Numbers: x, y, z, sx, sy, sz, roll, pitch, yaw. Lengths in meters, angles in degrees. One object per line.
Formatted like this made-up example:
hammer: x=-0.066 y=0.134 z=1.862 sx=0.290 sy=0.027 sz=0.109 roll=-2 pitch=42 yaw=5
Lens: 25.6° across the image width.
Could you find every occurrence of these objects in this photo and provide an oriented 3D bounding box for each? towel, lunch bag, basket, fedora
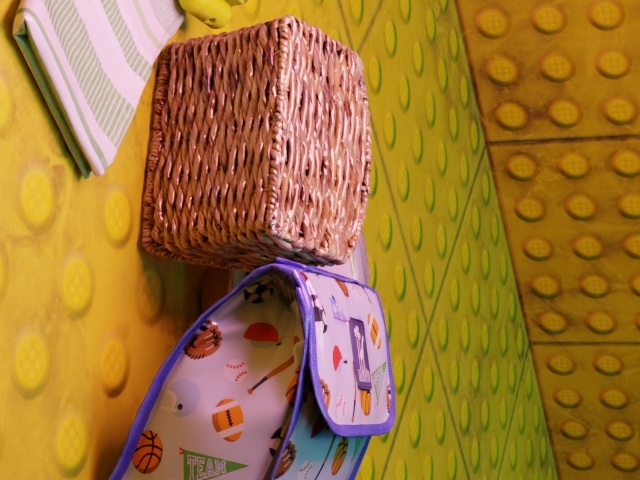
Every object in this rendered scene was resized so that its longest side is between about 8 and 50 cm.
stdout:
towel: x=-0.257 y=-0.266 z=1.679 sx=0.325 sy=0.038 sz=0.248 roll=-71 pitch=150 yaw=-42
lunch bag: x=-0.058 y=0.217 z=1.745 sx=0.386 sy=0.238 sz=0.328 roll=-67 pitch=160 yaw=1
basket: x=-0.075 y=-0.111 z=1.826 sx=0.213 sy=0.223 sz=0.299 roll=21 pitch=67 yaw=-51
fedora: x=-0.115 y=0.083 z=1.966 sx=0.194 sy=0.079 sz=0.194 roll=-10 pitch=90 yaw=-72

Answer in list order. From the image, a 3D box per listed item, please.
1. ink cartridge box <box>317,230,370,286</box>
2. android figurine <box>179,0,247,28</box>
ink cartridge box: x=0.000 y=0.000 z=2.082 sx=0.353 sy=0.119 sz=0.207 roll=-80 pitch=160 yaw=-74
android figurine: x=-0.160 y=-0.411 z=1.865 sx=0.273 sy=0.056 sz=0.248 roll=23 pitch=60 yaw=-70
